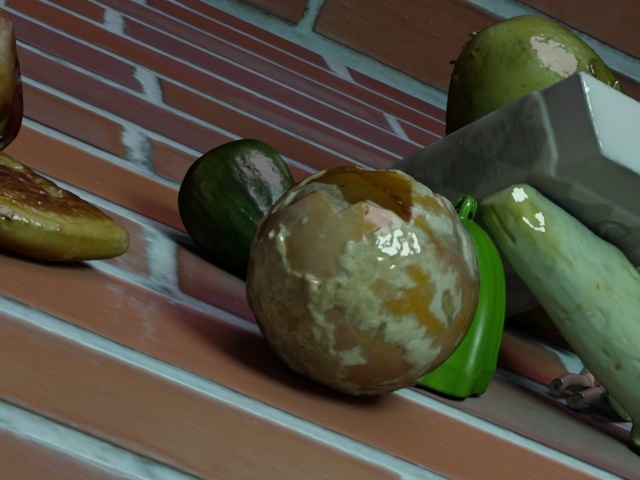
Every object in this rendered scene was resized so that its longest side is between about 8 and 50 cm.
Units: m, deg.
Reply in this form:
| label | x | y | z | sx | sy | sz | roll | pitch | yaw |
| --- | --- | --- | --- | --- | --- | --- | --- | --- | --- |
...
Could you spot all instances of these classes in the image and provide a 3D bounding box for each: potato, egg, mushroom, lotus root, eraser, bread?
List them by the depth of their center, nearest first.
| label | x | y | z | sx | sy | sz | roll | pitch | yaw |
| --- | --- | --- | --- | --- | --- | --- | --- | --- | --- |
| bread | -0.223 | -0.015 | 1.641 | 0.136 | 0.054 | 0.154 | 20 | 18 | -18 |
| egg | 0.039 | 0.033 | 1.648 | 0.195 | 0.195 | 0.233 | 33 | 15 | 33 |
| lotus root | 0.105 | 0.034 | 1.839 | 0.186 | 0.186 | 0.186 | 24 | 11 | -5 |
| mushroom | 0.274 | 0.069 | 1.893 | 0.087 | 0.107 | 0.333 | -19 | -67 | 48 |
| eraser | 0.205 | -0.031 | 1.957 | 0.213 | 0.082 | 0.397 | 27 | -28 | -25 |
| potato | 0.254 | -0.068 | 2.185 | 0.219 | 0.359 | 0.269 | -21 | 21 | -28 |

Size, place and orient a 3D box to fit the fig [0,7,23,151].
| label | x | y | z | sx | sy | sz | roll | pitch | yaw |
| --- | --- | --- | --- | --- | --- | --- | --- | --- | --- |
| fig | -0.390 | -0.154 | 1.768 | 0.257 | 0.159 | 0.159 | 9 | 9 | 7 |

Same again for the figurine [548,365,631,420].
| label | x | y | z | sx | sy | sz | roll | pitch | yaw |
| --- | --- | --- | --- | --- | --- | --- | --- | --- | --- |
| figurine | 0.308 | 0.144 | 2.045 | 0.187 | 0.083 | 0.083 | -2 | 28 | -48 |

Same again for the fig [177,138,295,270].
| label | x | y | z | sx | sy | sz | roll | pitch | yaw |
| --- | --- | --- | --- | --- | --- | --- | --- | --- | --- |
| fig | -0.058 | -0.011 | 1.881 | 0.177 | 0.117 | 0.117 | 50 | 22 | 26 |
